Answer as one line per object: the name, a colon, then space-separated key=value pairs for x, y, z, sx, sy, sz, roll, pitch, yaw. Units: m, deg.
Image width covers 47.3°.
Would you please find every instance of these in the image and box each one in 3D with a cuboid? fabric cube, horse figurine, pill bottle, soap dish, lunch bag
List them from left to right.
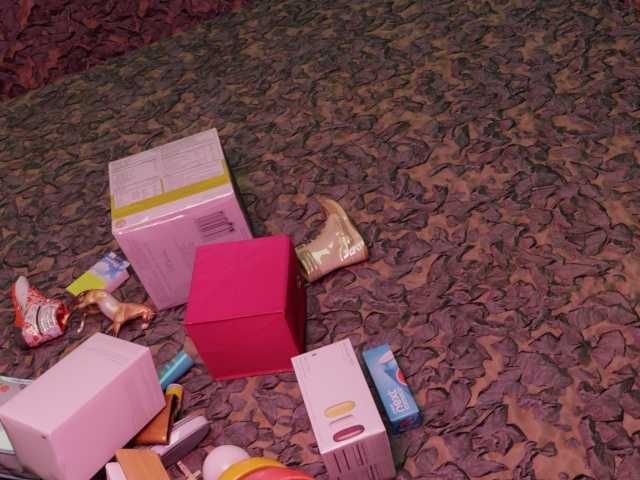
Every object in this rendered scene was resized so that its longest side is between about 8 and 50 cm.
lunch bag: x=-0.701 y=0.470 z=1.809 sx=0.262 sy=0.160 sz=0.223 roll=8 pitch=42 yaw=-2
horse figurine: x=-0.618 y=0.210 z=2.088 sx=0.263 sy=0.066 sz=0.174 roll=28 pitch=70 yaw=21
soap dish: x=-0.347 y=0.604 z=1.538 sx=0.118 sy=0.229 sz=0.291 roll=-18 pitch=42 yaw=-27
pill bottle: x=-0.375 y=0.410 z=1.856 sx=0.043 sy=0.043 sz=0.083 roll=-7 pitch=45 yaw=8
fabric cube: x=-0.180 y=0.174 z=1.887 sx=0.259 sy=0.254 sz=0.258 roll=-8 pitch=44 yaw=7

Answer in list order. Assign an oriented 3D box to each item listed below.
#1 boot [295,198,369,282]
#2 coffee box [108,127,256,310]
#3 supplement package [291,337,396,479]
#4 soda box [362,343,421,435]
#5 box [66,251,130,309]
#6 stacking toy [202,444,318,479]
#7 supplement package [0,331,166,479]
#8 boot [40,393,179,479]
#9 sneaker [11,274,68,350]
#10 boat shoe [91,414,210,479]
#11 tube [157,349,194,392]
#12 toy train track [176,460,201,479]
boot: x=0.000 y=0.000 z=2.129 sx=0.203 sy=0.095 sz=0.262 roll=-25 pitch=49 yaw=-8
coffee box: x=-0.387 y=-0.063 z=2.120 sx=0.338 sy=0.338 sz=0.334 roll=-19 pitch=43 yaw=-3
supplement package: x=0.052 y=0.395 z=1.638 sx=0.145 sy=0.204 sz=0.262 roll=-19 pitch=44 yaw=-4
soda box: x=0.169 y=0.352 z=1.747 sx=0.071 sy=0.067 sz=0.210 roll=-19 pitch=45 yaw=-4
box: x=-0.670 y=0.121 z=2.226 sx=0.109 sy=0.042 sz=0.178 roll=26 pitch=57 yaw=33
stacking toy: x=-0.125 y=0.560 z=1.497 sx=0.350 sy=0.351 sz=0.480 roll=-35 pitch=32 yaw=-19
supplement package: x=-0.515 y=0.367 z=1.602 sx=0.175 sy=0.178 sz=0.293 roll=10 pitch=33 yaw=30
boot: x=-0.481 y=0.472 z=1.689 sx=0.280 sy=0.096 sz=0.264 roll=-4 pitch=30 yaw=9
sneaker: x=-0.828 y=0.195 z=2.166 sx=0.145 sy=0.090 sz=0.270 roll=-19 pitch=48 yaw=-5
boat shoe: x=-0.406 y=0.497 z=1.724 sx=0.302 sy=0.109 sz=0.094 roll=-34 pitch=62 yaw=-15
tube: x=-0.421 y=0.375 z=1.902 sx=0.207 sy=0.052 sz=0.080 roll=-43 pitch=17 yaw=-23
toy train track: x=-0.314 y=0.547 z=1.724 sx=0.048 sy=0.014 sz=0.083 roll=-39 pitch=48 yaw=-22
